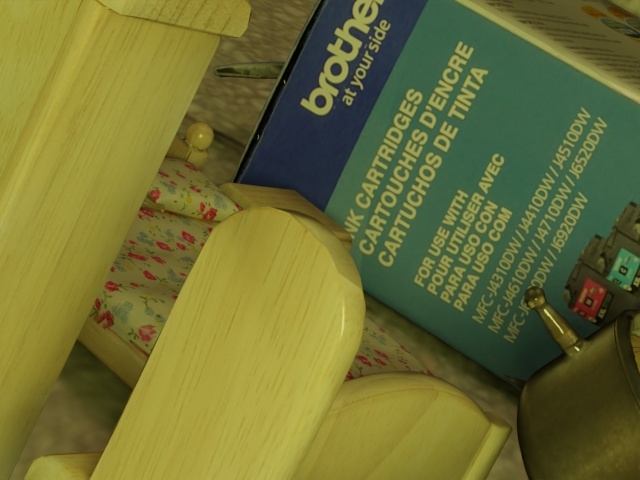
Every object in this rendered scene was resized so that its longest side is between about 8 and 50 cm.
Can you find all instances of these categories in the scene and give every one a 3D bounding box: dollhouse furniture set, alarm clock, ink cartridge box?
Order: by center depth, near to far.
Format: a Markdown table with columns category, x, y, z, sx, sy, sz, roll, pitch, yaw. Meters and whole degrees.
| category | x | y | z | sx | sy | sz | roll | pitch | yaw |
| --- | --- | --- | --- | --- | --- | --- | --- | --- | --- |
| dollhouse furniture set | 0.000 | 0.000 | 0.635 | 0.303 | 0.174 | 0.355 | 38 | 20 | 33 |
| alarm clock | 0.130 | 0.107 | 0.675 | 0.129 | 0.064 | 0.192 | 22 | 33 | -57 |
| ink cartridge box | 0.141 | -0.021 | 0.960 | 0.395 | 0.151 | 0.270 | 34 | 17 | 18 |
